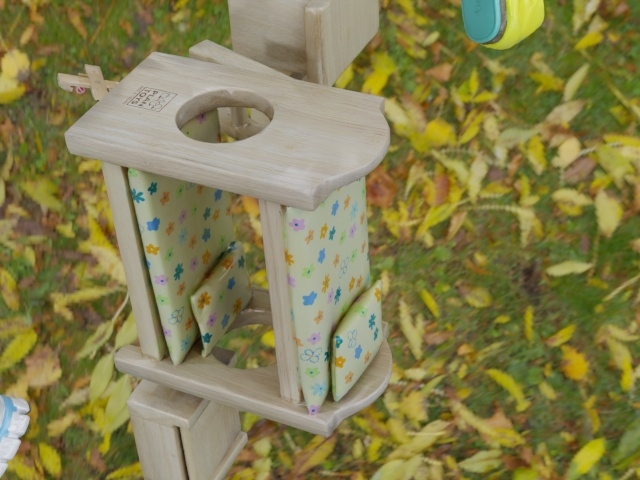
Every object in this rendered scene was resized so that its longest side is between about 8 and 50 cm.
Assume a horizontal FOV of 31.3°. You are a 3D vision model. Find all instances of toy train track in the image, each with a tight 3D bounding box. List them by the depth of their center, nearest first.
[{"bbox_3d":[-0.124,-0.092,0.721,0.083,0.014,0.048,5,32,-24],"label":"toy train track"}]

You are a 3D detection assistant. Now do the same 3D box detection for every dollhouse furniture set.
[{"bbox_3d":[0.000,0.000,0.464,0.101,0.181,0.161,14,43,21],"label":"dollhouse furniture set"}]

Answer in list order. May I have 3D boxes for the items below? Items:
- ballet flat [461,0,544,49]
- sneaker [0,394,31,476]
[{"bbox_3d":[0.147,-0.276,0.946,0.077,0.077,0.230,-16,104,-28],"label":"ballet flat"},{"bbox_3d":[-0.306,0.201,0.903,0.083,0.071,0.190,30,63,-27],"label":"sneaker"}]
